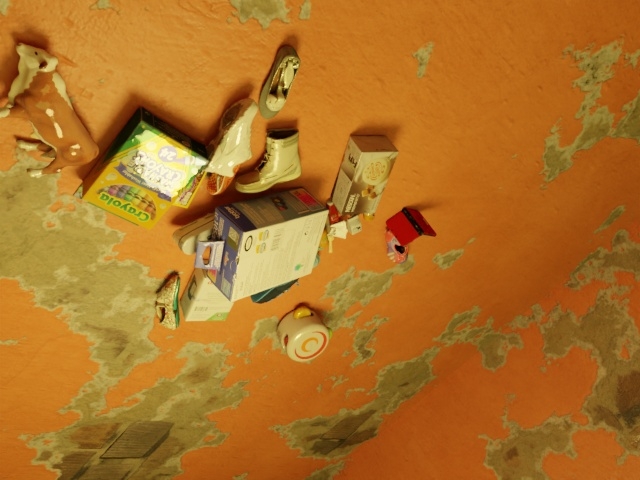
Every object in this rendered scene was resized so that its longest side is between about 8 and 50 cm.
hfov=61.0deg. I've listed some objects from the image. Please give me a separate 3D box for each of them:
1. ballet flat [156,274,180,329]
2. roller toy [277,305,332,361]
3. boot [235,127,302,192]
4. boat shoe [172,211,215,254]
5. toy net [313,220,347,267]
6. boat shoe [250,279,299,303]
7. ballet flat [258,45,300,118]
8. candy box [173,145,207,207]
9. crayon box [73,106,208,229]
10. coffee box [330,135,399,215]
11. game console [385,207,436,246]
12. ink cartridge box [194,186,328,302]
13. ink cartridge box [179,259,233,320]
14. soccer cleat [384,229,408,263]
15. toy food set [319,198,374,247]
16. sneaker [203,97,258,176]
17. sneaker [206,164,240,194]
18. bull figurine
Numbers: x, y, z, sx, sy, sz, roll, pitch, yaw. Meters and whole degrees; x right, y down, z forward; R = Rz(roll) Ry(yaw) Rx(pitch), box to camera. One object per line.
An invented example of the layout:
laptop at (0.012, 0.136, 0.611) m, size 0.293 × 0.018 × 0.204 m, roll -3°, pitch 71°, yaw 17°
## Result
ballet flat at (-0.512, 0.213, 1.825) m, size 0.077 × 0.091 × 0.241 m, roll 7°, pitch 127°, yaw -7°
roller toy at (-0.074, 0.377, 2.201) m, size 0.191 × 0.146 × 0.209 m, roll -43°, pitch 133°, yaw 2°
boot at (-0.155, -0.234, 1.573) m, size 0.213 × 0.077 × 0.165 m, roll -21°, pitch 140°, yaw -19°
boat shoe at (-0.322, -0.046, 1.660) m, size 0.267 × 0.088 × 0.096 m, roll -31°, pitch 143°, yaw -27°
toy net at (0.000, 0.000, 1.940) m, size 0.122 × 0.045 × 0.232 m, roll 38°, pitch 106°, yaw -19°
boat shoe at (-0.145, 0.142, 1.969) m, size 0.258 × 0.109 × 0.089 m, roll -31°, pitch 150°, yaw 27°
ballet flat at (-0.109, -0.402, 1.431) m, size 0.072 × 0.068 × 0.213 m, roll 0°, pitch 132°, yaw -31°
candy box at (-0.382, -0.184, 1.527) m, size 0.105 × 0.027 × 0.206 m, roll 14°, pitch 124°, yaw -35°
crayon box at (-0.475, -0.163, 1.429) m, size 0.203 × 0.083 × 0.323 m, roll 30°, pitch 115°, yaw -38°
coffee box at (0.137, -0.209, 1.753) m, size 0.141 × 0.098 × 0.247 m, roll -4°, pitch 134°, yaw -27°
game console at (0.335, -0.044, 2.007) m, size 0.124 × 0.144 × 0.085 m, roll 8°, pitch 128°, yaw -37°
ink cartridge box at (-0.187, 0.013, 1.661) m, size 0.395 × 0.151 × 0.270 m, roll -19°, pitch 137°, yaw -41°
ink cartridge box at (-0.368, 0.173, 1.855) m, size 0.154 × 0.093 × 0.212 m, roll 5°, pitch 130°, yaw -36°
soccer cleat at (0.304, 0.039, 2.105) m, size 0.083 × 0.095 × 0.248 m, roll -28°, pitch 145°, yaw -2°
toy food set at (0.071, -0.084, 1.835) m, size 0.232 × 0.111 × 0.105 m, roll -27°, pitch 139°, yaw -14°
sneaker at (-0.223, -0.273, 1.468) m, size 0.115 × 0.090 × 0.232 m, roll 21°, pitch 115°, yaw -38°
sneaker at (-0.265, -0.208, 1.558) m, size 0.175 × 0.064 × 0.067 m, roll -51°, pitch 173°, yaw 14°
bull figurine at (-0.629, -0.281, 1.226) m, size 0.188 × 0.101 × 0.310 m, roll -20°, pitch 137°, yaw -5°
